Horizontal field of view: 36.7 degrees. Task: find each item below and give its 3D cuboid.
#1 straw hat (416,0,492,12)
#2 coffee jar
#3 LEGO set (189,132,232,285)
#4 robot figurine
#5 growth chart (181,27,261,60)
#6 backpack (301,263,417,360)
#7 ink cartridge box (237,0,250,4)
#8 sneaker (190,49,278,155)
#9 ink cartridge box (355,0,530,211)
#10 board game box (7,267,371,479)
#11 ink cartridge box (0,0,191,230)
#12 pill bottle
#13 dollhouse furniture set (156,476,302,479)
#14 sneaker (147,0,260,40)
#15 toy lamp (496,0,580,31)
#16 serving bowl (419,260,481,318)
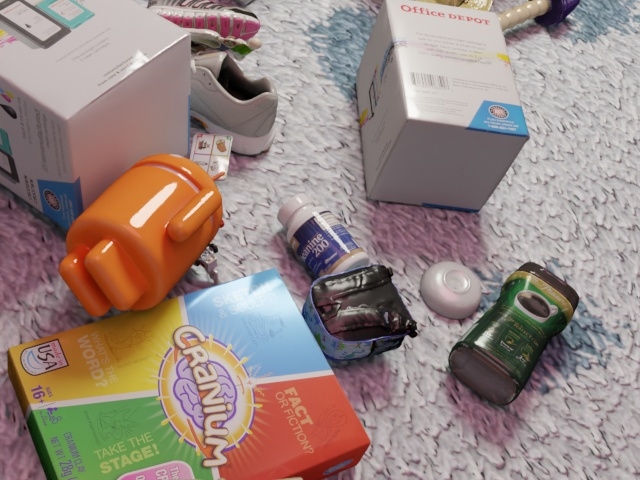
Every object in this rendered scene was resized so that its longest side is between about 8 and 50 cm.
[{"bbox_3d":[0.193,-0.378,1.476,0.144,0.061,0.144,4,74,-14],"label":"straw hat"},{"bbox_3d":[0.242,0.110,1.189,0.096,0.079,0.184,37,54,13],"label":"coffee jar"},{"bbox_3d":[-0.209,-0.033,1.189,0.182,0.060,0.244,3,52,0],"label":"LEGO set"},{"bbox_3d":[-0.191,-0.012,1.054,0.128,0.158,0.219,30,45,5],"label":"robot figurine"},{"bbox_3d":[-0.203,-0.267,1.288,0.237,0.172,0.021,5,92,-8],"label":"growth chart"},{"bbox_3d":[0.037,0.092,1.134,0.114,0.084,0.105,-8,59,-27],"label":"backpack"},{"bbox_3d":[-0.063,-0.517,1.476,0.114,0.197,0.273,35,52,11],"label":"ink cartridge box"},{"bbox_3d":[-0.172,-0.217,1.271,0.262,0.121,0.099,21,51,-2],"label":"sneaker"},{"bbox_3d":[0.156,-0.187,1.321,0.171,0.168,0.233,6,54,-14],"label":"ink cartridge box"},{"bbox_3d":[-0.140,0.179,1.028,0.316,0.064,0.242,-17,62,-27],"label":"board game box"},{"bbox_3d":[-0.317,-0.184,1.131,0.270,0.198,0.197,32,54,18],"label":"ink cartridge box"},{"bbox_3d":[0.000,0.000,1.201,0.067,0.067,0.120,-28,67,-32],"label":"pill bottle"},{"bbox_3d":[-0.145,0.319,0.754,0.355,0.174,0.303,-4,51,-16],"label":"dollhouse furniture set"},{"bbox_3d":[-0.171,-0.332,1.391,0.170,0.063,0.075,2,61,-10],"label":"sneaker"},{"bbox_3d":[0.319,-0.362,1.561,0.274,0.080,0.080,-29,67,-29],"label":"toy lamp"},{"bbox_3d":[0.171,0.059,1.236,0.083,0.027,0.083,8,54,-11],"label":"serving bowl"}]
